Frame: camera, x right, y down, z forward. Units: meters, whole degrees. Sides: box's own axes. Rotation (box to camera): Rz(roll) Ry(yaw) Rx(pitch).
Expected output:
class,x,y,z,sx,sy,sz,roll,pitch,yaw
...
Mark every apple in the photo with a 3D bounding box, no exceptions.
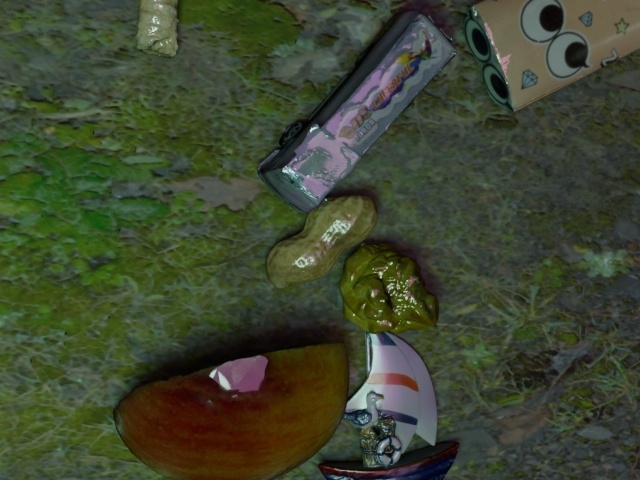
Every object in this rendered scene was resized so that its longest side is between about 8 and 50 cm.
class,x,y,z,sx,sy,sz,roll,pitch,yaw
apple,-0.120,0.241,1.072,0.346,0.179,0.253,-12,118,-10

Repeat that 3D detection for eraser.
class,x,y,z,sx,sy,sz,roll,pitch,yaw
eraser,0.373,-0.331,1.142,0.291,0.087,0.171,-27,104,-7

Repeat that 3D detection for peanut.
class,x,y,z,sx,sy,sz,roll,pitch,yaw
peanut,-0.001,-0.002,1.111,0.193,0.089,0.089,-41,104,-4

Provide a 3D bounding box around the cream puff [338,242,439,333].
class,x,y,z,sx,sy,sz,roll,pitch,yaw
cream puff,0.105,0.075,1.112,0.146,0.116,0.146,-1,92,-36

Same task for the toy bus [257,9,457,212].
class,x,y,z,sx,sy,sz,roll,pitch,yaw
toy bus,0.052,-0.177,1.068,0.112,0.138,0.317,41,86,-13

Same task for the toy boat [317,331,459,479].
class,x,y,z,sx,sy,sz,roll,pitch,yaw
toy boat,0.127,0.273,1.196,0.219,0.072,0.318,20,84,-12

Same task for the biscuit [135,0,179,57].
class,x,y,z,sx,sy,sz,roll,pitch,yaw
biscuit,-0.215,-0.361,1.026,0.061,0.055,0.219,4,97,-23
